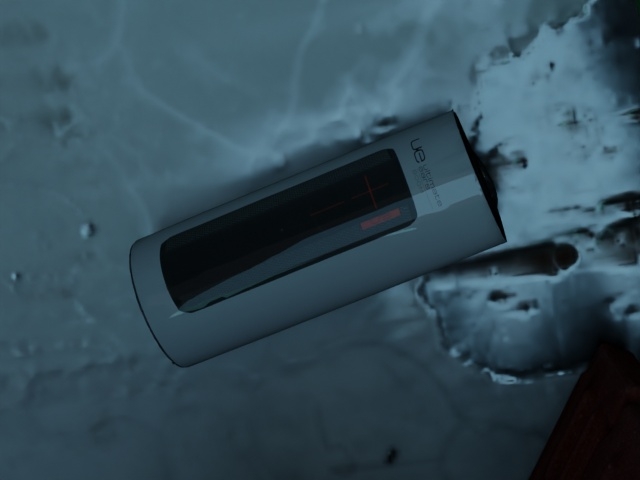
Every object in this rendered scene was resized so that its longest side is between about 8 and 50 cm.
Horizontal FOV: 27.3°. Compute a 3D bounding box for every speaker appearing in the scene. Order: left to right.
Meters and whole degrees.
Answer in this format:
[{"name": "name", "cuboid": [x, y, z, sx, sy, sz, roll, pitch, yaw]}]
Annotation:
[{"name": "speaker", "cuboid": [0.000, 0.000, 0.501, 0.136, 0.055, 0.055, -21, 99, 10]}]

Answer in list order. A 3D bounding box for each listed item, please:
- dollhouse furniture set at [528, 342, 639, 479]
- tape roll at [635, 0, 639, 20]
[{"name": "dollhouse furniture set", "cuboid": [0.216, 0.026, 0.433, 0.201, 0.152, 0.374, 22, 104, 1]}, {"name": "tape roll", "cuboid": [0.249, -0.096, 0.350, 0.321, 0.077, 0.321, 0, 86, -1]}]
